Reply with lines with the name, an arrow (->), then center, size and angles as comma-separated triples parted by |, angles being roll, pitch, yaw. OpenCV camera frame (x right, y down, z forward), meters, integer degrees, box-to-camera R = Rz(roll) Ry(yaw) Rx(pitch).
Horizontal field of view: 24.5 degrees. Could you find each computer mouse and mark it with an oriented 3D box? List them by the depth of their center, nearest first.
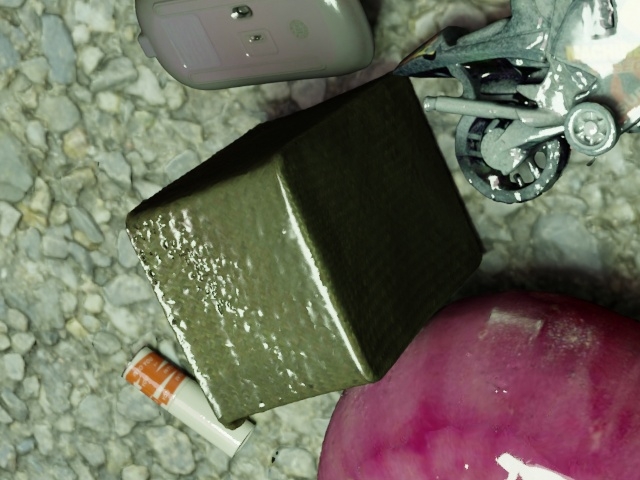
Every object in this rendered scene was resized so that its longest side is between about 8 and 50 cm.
computer mouse -> -0.053, -0.179, 1.191 | 0.232, 0.057, 0.120 | -2, 125, 42

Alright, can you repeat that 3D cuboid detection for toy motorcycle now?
toy motorcycle -> 0.199, -0.156, 1.086 | 0.307, 0.108, 0.173 | -35, 86, 32

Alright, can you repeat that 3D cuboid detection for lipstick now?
lipstick -> -0.124, 0.151, 1.386 | 0.130, 0.038, 0.038 | 35, 120, 6

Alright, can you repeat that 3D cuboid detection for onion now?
onion -> 0.157, 0.212, 1.140 | 0.358, 0.345, 0.358 | -3, 84, 29

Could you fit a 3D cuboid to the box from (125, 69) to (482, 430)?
box -> -0.002, 0.001, 1.136 | 0.143, 0.273, 0.184 | -18, 101, 28
